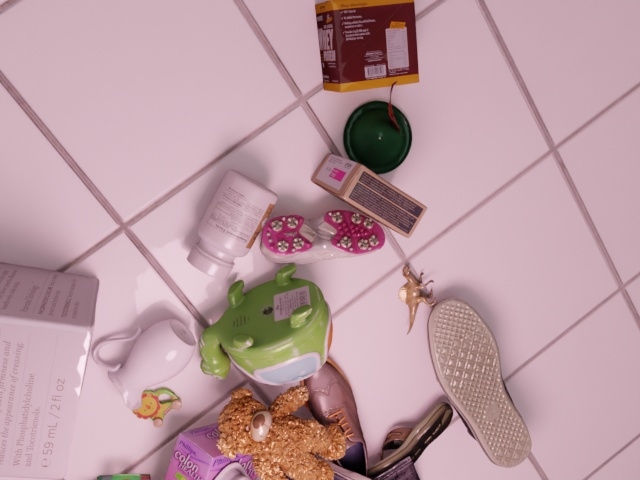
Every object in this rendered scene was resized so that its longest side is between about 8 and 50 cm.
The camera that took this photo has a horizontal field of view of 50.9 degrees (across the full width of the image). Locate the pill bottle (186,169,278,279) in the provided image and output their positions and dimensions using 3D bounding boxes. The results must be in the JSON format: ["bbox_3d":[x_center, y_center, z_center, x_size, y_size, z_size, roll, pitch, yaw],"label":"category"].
[{"bbox_3d":[-0.204,-0.033,1.523,0.131,0.131,0.229,28,95,-22],"label":"pill bottle"}]

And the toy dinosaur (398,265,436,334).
[{"bbox_3d":[0.252,0.150,1.764,0.093,0.053,0.183,-6,99,0],"label":"toy dinosaur"}]

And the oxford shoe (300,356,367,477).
[{"bbox_3d":[0.052,0.460,1.730,0.130,0.133,0.363,-25,110,-9],"label":"oxford shoe"}]

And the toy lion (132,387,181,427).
[{"bbox_3d":[-0.402,0.397,1.632,0.100,0.034,0.096,-43,104,-3],"label":"toy lion"}]

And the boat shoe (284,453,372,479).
[{"bbox_3d":[0.018,0.647,1.674,0.341,0.158,0.127,23,132,18],"label":"boat shoe"}]

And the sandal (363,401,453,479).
[{"bbox_3d":[0.234,0.546,1.838,0.303,0.086,0.120,-41,142,-11],"label":"sandal"}]

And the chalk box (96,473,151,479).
[{"bbox_3d":[-0.478,0.650,1.621,0.133,0.132,0.213,6,101,-17],"label":"chalk box"}]

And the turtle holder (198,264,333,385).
[{"bbox_3d":[-0.118,0.236,1.565,0.320,0.243,0.227,-36,129,-16],"label":"turtle holder"}]

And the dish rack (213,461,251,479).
[{"bbox_3d":[-0.246,0.702,1.550,0.333,0.072,0.285,-49,144,-26],"label":"dish rack"}]

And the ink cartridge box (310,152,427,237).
[{"bbox_3d":[0.107,-0.107,1.544,0.193,0.235,0.088,31,93,-23],"label":"ink cartridge box"}]

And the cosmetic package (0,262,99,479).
[{"bbox_3d":[-0.676,0.239,1.345,0.394,0.327,0.329,10,101,-18],"label":"cosmetic package"}]

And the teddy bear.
[{"bbox_3d":[-0.076,0.469,1.568,0.245,0.113,0.338,-46,111,-18],"label":"teddy bear"}]

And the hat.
[{"bbox_3d":[0.155,-0.236,1.551,0.208,0.183,0.173,40,90,-22],"label":"hat"}]

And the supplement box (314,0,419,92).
[{"bbox_3d":[0.104,-0.443,1.510,0.191,0.129,0.194,-10,107,-14],"label":"supplement box"}]

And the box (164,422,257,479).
[{"bbox_3d":[-0.260,0.576,1.619,0.214,0.117,0.242,5,105,-57],"label":"box"}]

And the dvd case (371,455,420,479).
[{"bbox_3d":[0.195,0.679,1.842,0.165,0.018,0.221,-31,139,-7],"label":"dvd case"}]

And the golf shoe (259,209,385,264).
[{"bbox_3d":[0.000,0.000,1.607,0.306,0.140,0.115,0,68,-17],"label":"golf shoe"}]

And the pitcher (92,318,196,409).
[{"bbox_3d":[-0.407,0.261,1.554,0.207,0.125,0.178,-42,97,9],"label":"pitcher"}]

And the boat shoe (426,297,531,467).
[{"bbox_3d":[0.409,0.377,1.811,0.187,0.156,0.500,-29,103,-6],"label":"boat shoe"}]
